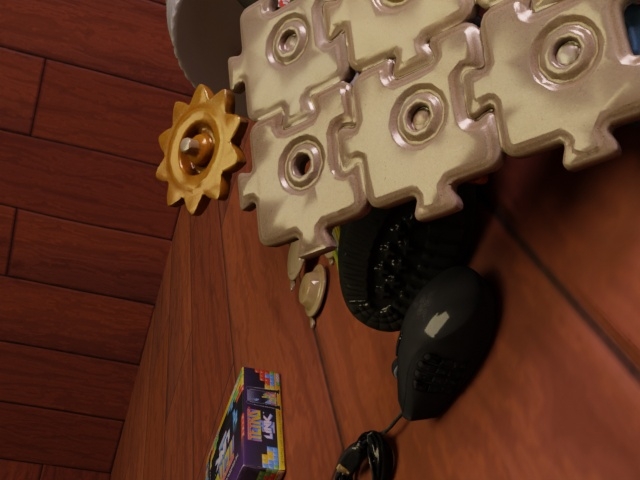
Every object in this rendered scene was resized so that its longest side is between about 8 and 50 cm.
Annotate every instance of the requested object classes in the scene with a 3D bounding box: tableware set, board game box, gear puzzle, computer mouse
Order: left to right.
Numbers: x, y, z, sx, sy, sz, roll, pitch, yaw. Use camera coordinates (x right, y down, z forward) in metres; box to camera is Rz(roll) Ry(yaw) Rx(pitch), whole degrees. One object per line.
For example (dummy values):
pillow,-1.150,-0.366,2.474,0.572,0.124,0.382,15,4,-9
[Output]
board game box,-0.089,0.251,0.909,0.141,0.048,0.170,-97,24,-55
tableware set,0.000,0.000,0.847,0.141,0.020,0.168,-102,29,-53
gear puzzle,0.023,-0.080,0.463,0.339,0.044,0.175,-19,70,36
computer mouse,0.047,0.105,0.544,0.071,0.041,0.242,-95,22,-47

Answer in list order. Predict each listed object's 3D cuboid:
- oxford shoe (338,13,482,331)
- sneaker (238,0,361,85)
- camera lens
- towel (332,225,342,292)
oxford shoe,0.071,-0.044,0.546,0.096,0.083,0.227,-49,-24,-66
sneaker,0.080,-0.216,0.600,0.270,0.145,0.090,-42,-1,-5
camera lens,-0.050,-0.288,0.876,0.274,0.219,0.219,-93,21,-45
towel,0.005,-0.044,0.622,0.237,0.021,0.102,78,173,-64
